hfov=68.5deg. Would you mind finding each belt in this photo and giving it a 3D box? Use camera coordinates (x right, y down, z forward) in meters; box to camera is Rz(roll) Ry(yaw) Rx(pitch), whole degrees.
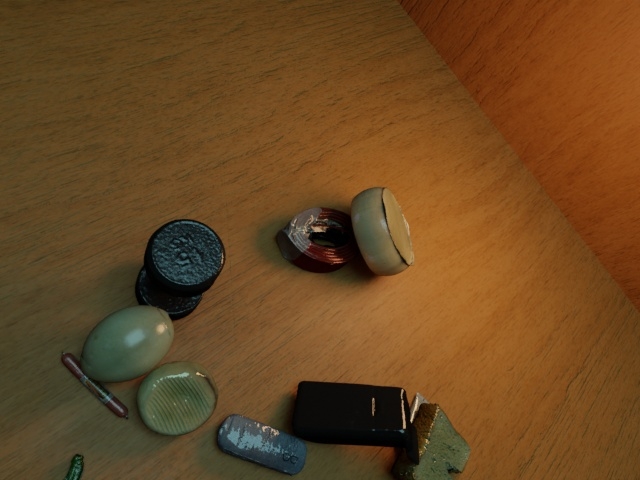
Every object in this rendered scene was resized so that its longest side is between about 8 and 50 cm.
[{"bbox_3d":[0.000,0.000,1.728,0.323,0.115,0.228,0,66,-27],"label":"belt"}]

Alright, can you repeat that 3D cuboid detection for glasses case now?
[{"bbox_3d":[-0.168,0.598,1.374,0.282,0.067,0.109,28,54,-15],"label":"glasses case"}]

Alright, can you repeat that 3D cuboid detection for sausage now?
[{"bbox_3d":[-0.605,0.390,1.263,0.253,0.034,0.034,45,54,-3],"label":"sausage"}]

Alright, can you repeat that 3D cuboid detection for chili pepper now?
[{"bbox_3d":[-0.624,0.589,1.158,0.055,0.035,0.118,37,64,8],"label":"chili pepper"}]

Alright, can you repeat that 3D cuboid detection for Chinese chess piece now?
[{"bbox_3d":[0.235,-0.035,1.763,0.338,0.140,0.338,50,29,-41],"label":"Chinese chess piece"}]

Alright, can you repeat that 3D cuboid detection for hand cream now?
[{"bbox_3d":[0.323,0.626,1.643,0.067,0.042,0.194,40,50,4],"label":"hand cream"}]

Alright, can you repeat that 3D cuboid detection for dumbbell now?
[{"bbox_3d":[-0.406,0.094,1.335,0.203,0.322,0.204,12,62,-22],"label":"dumbbell"}]

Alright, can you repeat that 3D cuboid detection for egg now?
[{"bbox_3d":[-0.517,0.278,1.267,0.253,0.186,0.187,-34,85,-17],"label":"egg"}]

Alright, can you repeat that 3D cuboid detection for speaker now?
[{"bbox_3d":[0.115,0.565,1.448,0.387,0.184,0.180,3,34,5],"label":"speaker"}]

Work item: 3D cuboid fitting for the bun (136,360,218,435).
[{"bbox_3d":[-0.398,0.429,1.307,0.222,0.127,0.223,-4,98,-30],"label":"bun"}]

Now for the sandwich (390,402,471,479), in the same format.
[{"bbox_3d":[0.374,0.730,1.561,0.249,0.095,0.273,53,51,-17],"label":"sandwich"}]
